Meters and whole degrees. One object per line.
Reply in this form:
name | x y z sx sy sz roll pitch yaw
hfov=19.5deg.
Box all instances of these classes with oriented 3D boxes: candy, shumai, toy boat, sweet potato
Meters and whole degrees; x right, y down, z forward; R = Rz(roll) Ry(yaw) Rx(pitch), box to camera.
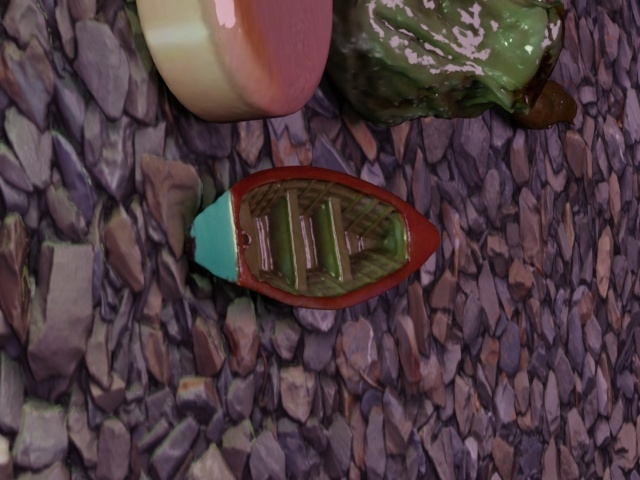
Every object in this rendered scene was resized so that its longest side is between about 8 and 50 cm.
candy | -0.073 -0.233 1.649 0.255 0.094 0.255 20 68 -61
shumai | 0.125 -0.232 1.915 0.260 0.222 0.225 18 72 -57
toy boat | 0.000 0.000 1.771 0.392 0.079 0.136 1 82 -62
sweet potato | 0.290 -0.175 2.406 0.274 0.067 0.067 -1 86 -65
